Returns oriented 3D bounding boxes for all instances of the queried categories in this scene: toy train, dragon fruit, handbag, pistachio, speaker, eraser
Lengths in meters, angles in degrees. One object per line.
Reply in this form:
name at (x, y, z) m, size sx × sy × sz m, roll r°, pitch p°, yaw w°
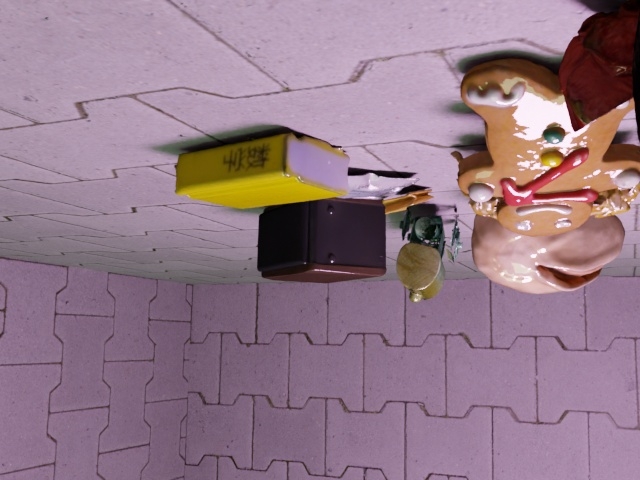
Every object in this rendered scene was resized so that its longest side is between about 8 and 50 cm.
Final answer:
toy train at (0.235, 0.038, 1.508) m, size 0.126 × 0.190 × 0.307 m, roll 1°, pitch 171°, yaw 12°
dragon fruit at (0.260, -0.160, 0.558) m, size 0.162 × 0.083 × 0.106 m, roll -24°, pitch 176°, yaw -31°
handbag at (0.157, -0.071, 1.285) m, size 0.061 × 0.027 × 0.083 m, roll -13°, pitch 179°, yaw -37°
pistachio at (0.417, 0.000, 1.301) m, size 0.317 × 0.214 × 0.194 m, roll -2°, pitch 134°, yaw -33°
speaker at (0.000, 0.000, 1.411) m, size 0.192 × 0.153 × 0.231 m, roll 4°, pitch 171°, yaw -29°
eraser at (-0.085, -0.097, 1.039) m, size 0.226 × 0.069 × 0.158 m, roll -5°, pitch 168°, yaw 35°

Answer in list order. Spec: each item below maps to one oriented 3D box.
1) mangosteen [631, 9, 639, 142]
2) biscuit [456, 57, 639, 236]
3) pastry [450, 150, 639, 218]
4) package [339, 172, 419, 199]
mangosteen at (0.314, -0.114, 0.343) m, size 0.305 × 0.360 × 0.306 m, roll 11°, pitch 141°, yaw 9°
biscuit at (0.266, -0.083, 0.817) m, size 0.215 × 0.047 × 0.340 m, roll 1°, pitch 152°, yaw 10°
pastry at (0.309, -0.080, 0.997) m, size 0.249 × 0.103 × 0.154 m, roll -1°, pitch 178°, yaw 8°
package at (0.060, -0.091, 1.218) m, size 0.173 × 0.027 × 0.171 m, roll 3°, pitch 175°, yaw -17°
